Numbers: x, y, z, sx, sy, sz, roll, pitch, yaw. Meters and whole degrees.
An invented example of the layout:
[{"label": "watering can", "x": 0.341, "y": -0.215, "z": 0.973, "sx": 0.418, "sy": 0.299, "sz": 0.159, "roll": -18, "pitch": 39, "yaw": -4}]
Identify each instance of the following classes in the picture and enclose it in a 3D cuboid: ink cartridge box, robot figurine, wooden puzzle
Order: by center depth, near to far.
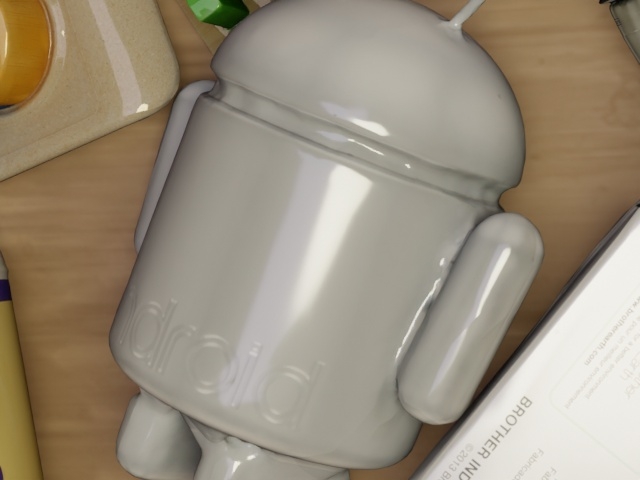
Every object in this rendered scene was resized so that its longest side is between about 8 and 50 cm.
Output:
[{"label": "ink cartridge box", "x": 0.256, "y": 0.201, "z": 1.015, "sx": 0.395, "sy": 0.151, "sz": 0.270, "roll": 39, "pitch": 96, "yaw": 7}, {"label": "robot figurine", "x": 0.000, "y": 0.000, "z": 1.054, "sx": 0.300, "sy": 0.200, "sz": 0.353, "roll": 25, "pitch": 97, "yaw": 37}, {"label": "wooden puzzle", "x": -0.298, "y": -0.179, "z": 1.158, "sx": 0.348, "sy": 0.080, "sz": 0.322, "roll": -21, "pitch": 86, "yaw": 22}]

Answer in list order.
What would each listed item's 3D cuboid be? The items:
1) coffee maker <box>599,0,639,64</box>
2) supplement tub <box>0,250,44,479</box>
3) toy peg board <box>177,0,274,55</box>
[{"label": "coffee maker", "x": 0.275, "y": -0.106, "z": 1.019, "sx": 0.171, "sy": 0.120, "sz": 0.178, "roll": -27, "pitch": 95, "yaw": 31}, {"label": "supplement tub", "x": -0.294, "y": 0.172, "z": 1.106, "sx": 0.241, "sy": 0.241, "sz": 0.331, "roll": -11, "pitch": 89, "yaw": 13}, {"label": "toy peg board", "x": -0.050, "y": -0.224, "z": 1.124, "sx": 0.161, "sy": 0.079, "sz": 0.161, "roll": -35, "pitch": 84, "yaw": 11}]
